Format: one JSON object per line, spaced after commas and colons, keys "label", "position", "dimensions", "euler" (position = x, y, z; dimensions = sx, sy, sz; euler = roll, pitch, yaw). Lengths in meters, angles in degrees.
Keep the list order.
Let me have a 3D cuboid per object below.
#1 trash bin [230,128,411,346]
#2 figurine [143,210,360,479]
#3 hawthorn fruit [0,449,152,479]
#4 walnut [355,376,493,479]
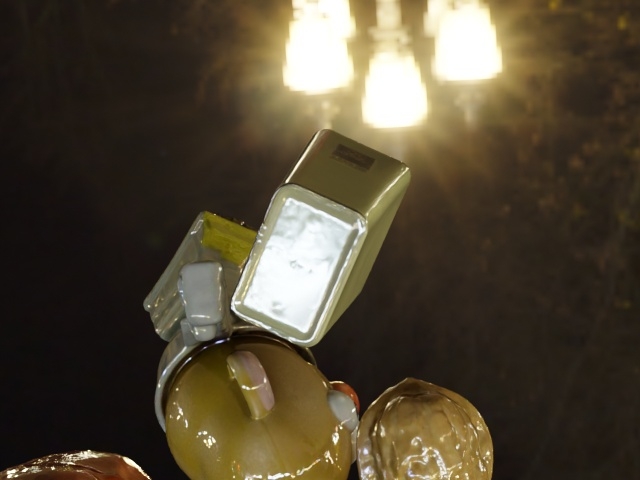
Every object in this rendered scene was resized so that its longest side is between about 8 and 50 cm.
{"label": "trash bin", "position": [0.000, 0.000, 0.652], "dimensions": [0.043, 0.061, 0.092], "euler": [24, -164, 2]}
{"label": "figurine", "position": [-0.060, 0.139, 1.546], "dimensions": [0.167, 0.342, 0.285], "euler": [-38, -147, 11]}
{"label": "hawthorn fruit", "position": [-0.130, 0.188, 0.819], "dimensions": [0.179, 0.173, 0.173], "euler": [-42, -143, -13]}
{"label": "walnut", "position": [0.062, 0.127, 1.038], "dimensions": [0.083, 0.096, 0.079], "euler": [-14, -171, -9]}
